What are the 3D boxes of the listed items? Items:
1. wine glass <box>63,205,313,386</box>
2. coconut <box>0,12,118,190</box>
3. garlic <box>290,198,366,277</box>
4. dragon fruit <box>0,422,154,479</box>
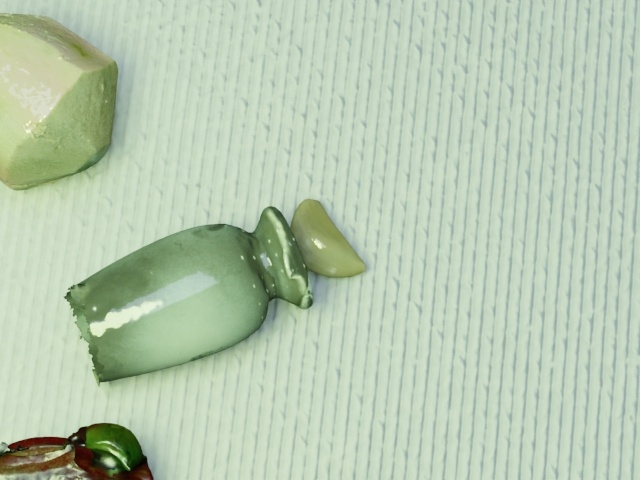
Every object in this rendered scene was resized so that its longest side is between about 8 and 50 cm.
[{"bbox_3d":[-0.112,0.047,1.711,0.204,0.111,0.111,-20,75,-11],"label":"wine glass"},{"bbox_3d":[-0.253,-0.119,1.742,0.153,0.147,0.147,37,74,11],"label":"coconut"},{"bbox_3d":[0.000,0.000,1.769,0.053,0.041,0.083,-19,67,-32],"label":"garlic"},{"bbox_3d":[-0.221,0.281,1.619,0.295,0.130,0.268,1,71,-3],"label":"dragon fruit"}]
